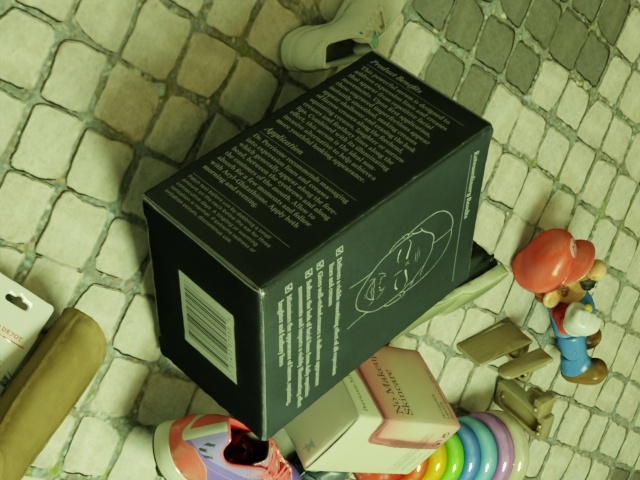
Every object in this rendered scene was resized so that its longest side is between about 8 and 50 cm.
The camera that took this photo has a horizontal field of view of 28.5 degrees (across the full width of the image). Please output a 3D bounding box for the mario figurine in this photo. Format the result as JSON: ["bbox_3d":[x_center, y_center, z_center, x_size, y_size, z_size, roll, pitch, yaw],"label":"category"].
[{"bbox_3d":[0.446,0.103,2.135,0.170,0.198,0.320,-37,134,-12],"label":"mario figurine"}]

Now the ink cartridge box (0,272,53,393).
[{"bbox_3d":[-0.394,0.121,1.410,0.104,0.060,0.180,42,76,-44],"label":"ink cartridge box"}]

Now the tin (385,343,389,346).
[{"bbox_3d":[0.073,0.088,1.872,0.106,0.040,0.190,0,105,-40],"label":"tin"}]

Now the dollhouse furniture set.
[{"bbox_3d":[0.307,0.253,2.108,0.123,0.144,0.151,-18,133,-33],"label":"dollhouse furniture set"}]

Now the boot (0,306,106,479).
[{"bbox_3d":[-0.346,0.241,1.467,0.269,0.089,0.236,-59,177,-36],"label":"boot"}]

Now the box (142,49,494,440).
[{"bbox_3d":[0.000,0.000,1.581,0.395,0.212,0.293,-35,147,-29],"label":"box"}]

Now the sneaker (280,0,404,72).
[{"bbox_3d":[0.052,-0.273,1.663,0.212,0.094,0.080,-37,127,-28],"label":"sneaker"}]

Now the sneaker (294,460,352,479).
[{"bbox_3d":[0.021,0.403,1.910,0.226,0.086,0.163,32,86,-45],"label":"sneaker"}]

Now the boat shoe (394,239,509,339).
[{"bbox_3d":[0.131,0.063,1.820,0.340,0.113,0.127,-22,163,-37],"label":"boat shoe"}]

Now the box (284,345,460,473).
[{"bbox_3d":[0.064,0.240,1.815,0.232,0.149,0.127,13,129,-47],"label":"box"}]

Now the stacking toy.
[{"bbox_3d":[0.180,0.343,2.027,0.330,0.141,0.141,6,102,-39],"label":"stacking toy"}]

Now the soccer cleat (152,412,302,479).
[{"bbox_3d":[-0.092,0.304,1.686,0.318,0.116,0.109,37,40,-51],"label":"soccer cleat"}]
